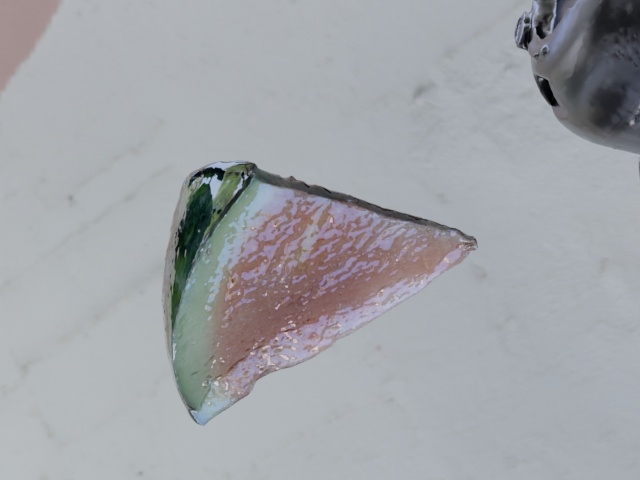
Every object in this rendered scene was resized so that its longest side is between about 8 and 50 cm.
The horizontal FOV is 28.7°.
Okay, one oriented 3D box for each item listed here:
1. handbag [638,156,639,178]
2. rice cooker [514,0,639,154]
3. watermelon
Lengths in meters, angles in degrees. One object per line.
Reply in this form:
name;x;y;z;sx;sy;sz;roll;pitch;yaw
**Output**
handbag;0.378;-0.047;1.204;0.139;0.072;0.115;-31;-123;58
rice cooker;0.285;-0.183;0.954;0.224;0.267;0.267;13;-81;-8
watermelon;-0.021;-0.010;0.758;0.136;0.202;0.207;56;-22;23
